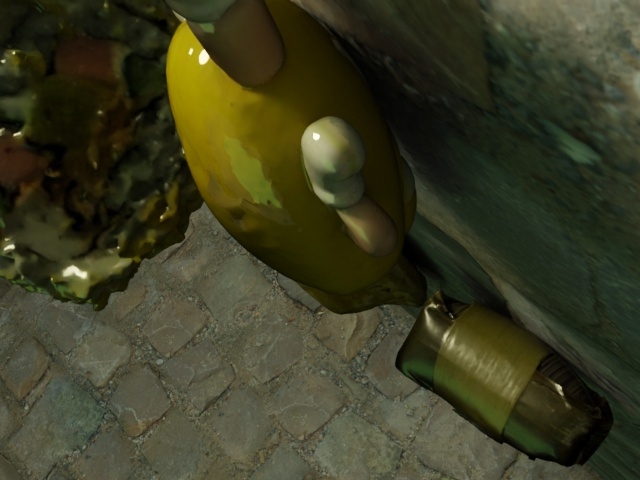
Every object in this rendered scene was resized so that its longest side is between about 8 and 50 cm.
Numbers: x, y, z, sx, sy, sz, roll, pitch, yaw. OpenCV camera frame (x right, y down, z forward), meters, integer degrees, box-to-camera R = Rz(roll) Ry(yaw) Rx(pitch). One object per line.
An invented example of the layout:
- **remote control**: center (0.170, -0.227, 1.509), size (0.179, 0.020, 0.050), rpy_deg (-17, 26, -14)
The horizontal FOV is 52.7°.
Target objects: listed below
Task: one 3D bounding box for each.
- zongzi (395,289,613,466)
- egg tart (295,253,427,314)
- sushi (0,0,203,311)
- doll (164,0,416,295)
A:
- **zongzi**: center (0.302, 0.205, 0.974), size (0.289, 0.154, 0.317), rpy_deg (36, -166, 32)
- **egg tart**: center (0.000, 0.000, 1.193), size (0.443, 0.178, 0.443), rpy_deg (40, 176, 3)
- **sushi**: center (-0.274, -0.133, 0.774), size (0.351, 0.396, 0.240), rpy_deg (38, 176, -22)
- **doll**: center (-0.055, -0.118, 0.487), size (0.348, 0.161, 0.423), rpy_deg (54, 178, 8)
